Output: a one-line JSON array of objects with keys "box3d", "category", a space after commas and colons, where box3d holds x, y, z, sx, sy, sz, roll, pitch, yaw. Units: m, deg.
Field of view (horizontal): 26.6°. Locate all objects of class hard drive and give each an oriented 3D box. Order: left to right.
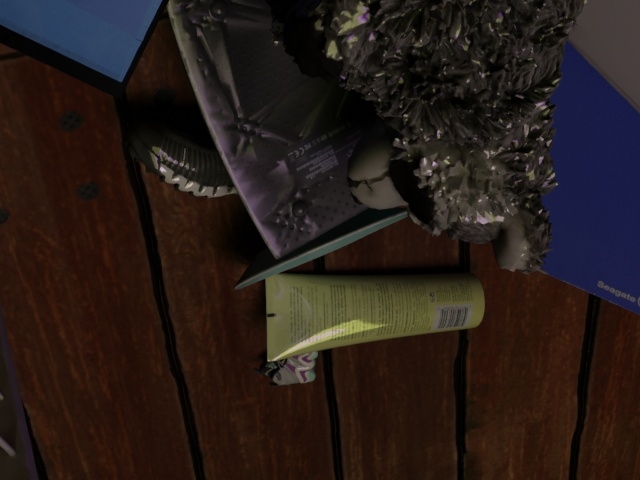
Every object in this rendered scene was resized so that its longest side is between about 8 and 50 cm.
[{"box3d": [-0.023, -0.129, 1.119, 0.172, 0.054, 0.255, -30, 120, -14], "category": "hard drive"}, {"box3d": [0.291, -0.073, 1.298, 0.040, 0.210, 0.319, -48, 154, -40], "category": "hard drive"}]

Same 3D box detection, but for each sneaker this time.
[{"box3d": [-0.063, -0.087, 1.196, 0.234, 0.078, 0.106, 16, 121, -41], "category": "sneaker"}, {"box3d": [-0.040, 0.125, 1.439, 0.069, 0.038, 0.098, -14, 136, -14], "category": "sneaker"}]

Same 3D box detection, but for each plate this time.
[{"box3d": [0.000, 0.000, 1.284, 0.188, 0.024, 0.188, -23, 178, -1], "category": "plate"}]

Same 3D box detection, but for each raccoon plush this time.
[{"box3d": [0.175, -0.150, 0.961, 0.446, 0.216, 0.299, -22, 125, 40], "category": "raccoon plush"}]

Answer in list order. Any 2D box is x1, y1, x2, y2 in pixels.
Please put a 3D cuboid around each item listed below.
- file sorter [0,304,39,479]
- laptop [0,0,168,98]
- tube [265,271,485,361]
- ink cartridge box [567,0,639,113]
[{"box3d": [-0.371, 0.133, 1.112, 0.193, 0.278, 0.173, -27, 136, 1], "category": "file sorter"}, {"box3d": [-0.120, -0.229, 0.889, 0.264, 0.136, 0.234, -16, 156, 34], "category": "laptop"}, {"box3d": [0.054, 0.069, 1.417, 0.240, 0.070, 0.062, -4, 144, -23], "category": "tube"}, {"box3d": [0.364, -0.229, 1.076, 0.270, 0.197, 0.198, -33, 161, -26], "category": "ink cartridge box"}]
